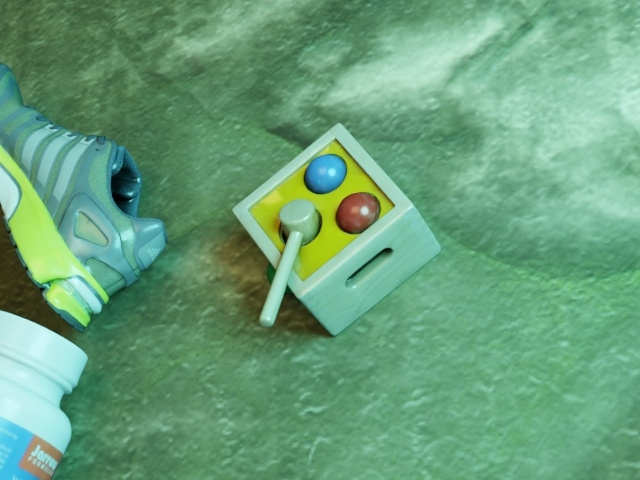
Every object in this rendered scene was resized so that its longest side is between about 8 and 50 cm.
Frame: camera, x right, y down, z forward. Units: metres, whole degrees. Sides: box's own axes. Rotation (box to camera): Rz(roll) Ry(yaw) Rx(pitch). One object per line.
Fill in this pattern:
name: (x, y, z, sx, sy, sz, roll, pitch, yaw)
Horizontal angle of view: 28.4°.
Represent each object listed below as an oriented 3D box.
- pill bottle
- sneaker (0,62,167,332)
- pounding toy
pill bottle: (-0.270, 0.171, 0.979, 0.124, 0.124, 0.221, 13, 69, 31)
sneaker: (-0.227, -0.056, 1.119, 0.121, 0.111, 0.300, -30, 58, -6)
pounding toy: (0.000, 0.000, 0.966, 0.141, 0.100, 0.130, -39, 52, 0)
